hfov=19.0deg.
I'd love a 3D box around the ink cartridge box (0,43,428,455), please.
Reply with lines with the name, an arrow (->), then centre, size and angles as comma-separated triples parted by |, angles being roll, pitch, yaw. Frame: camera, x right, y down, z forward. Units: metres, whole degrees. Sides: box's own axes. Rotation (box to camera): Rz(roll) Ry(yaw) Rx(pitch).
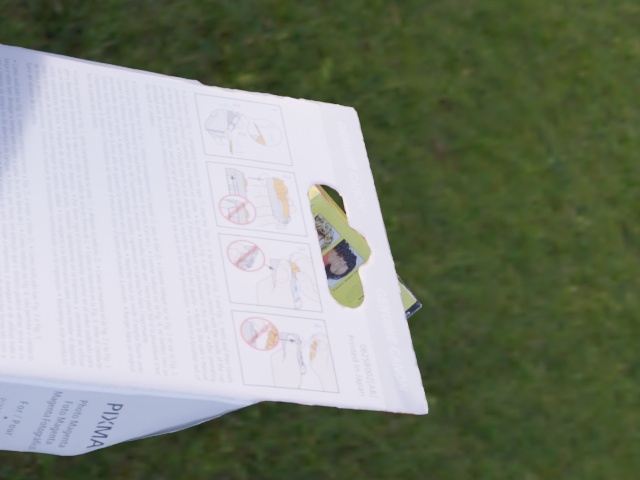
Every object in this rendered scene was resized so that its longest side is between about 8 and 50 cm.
ink cartridge box -> -0.084, 0.006, 0.834 | 0.232, 0.066, 0.189 | 11, 46, -26

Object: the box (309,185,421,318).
box -> 0.000, 0.000, 1.496 | 0.087, 0.058, 0.232 | 52, 4, 33
